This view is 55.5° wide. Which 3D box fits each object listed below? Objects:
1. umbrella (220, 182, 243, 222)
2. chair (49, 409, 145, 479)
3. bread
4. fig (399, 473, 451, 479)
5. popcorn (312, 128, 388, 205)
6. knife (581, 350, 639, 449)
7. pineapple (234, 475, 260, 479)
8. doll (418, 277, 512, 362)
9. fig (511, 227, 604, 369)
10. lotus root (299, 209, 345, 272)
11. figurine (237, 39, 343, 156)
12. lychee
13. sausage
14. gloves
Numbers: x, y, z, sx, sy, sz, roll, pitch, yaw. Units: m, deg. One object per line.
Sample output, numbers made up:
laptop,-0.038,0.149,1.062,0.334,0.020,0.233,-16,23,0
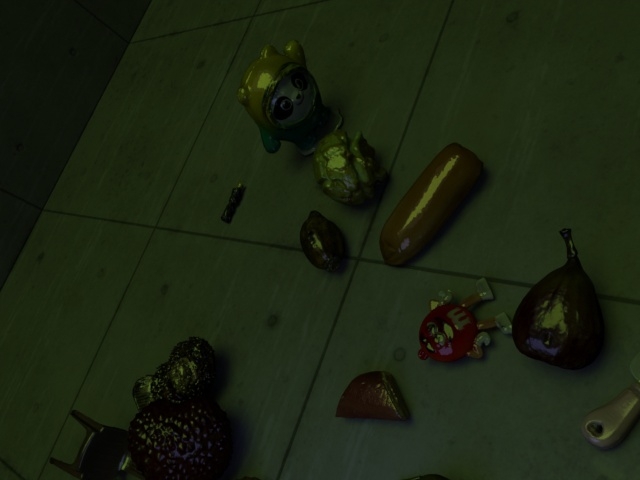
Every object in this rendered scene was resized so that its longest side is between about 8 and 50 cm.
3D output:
umbrella,-0.300,-0.129,2.080,0.040,0.037,0.143,8,73,56
chair,-0.611,0.637,1.780,0.327,0.183,0.175,5,69,42
bread,0.121,0.360,1.420,0.192,0.067,0.119,-10,59,35
fig,0.230,0.532,1.206,0.142,0.186,0.148,39,105,1
popcorn,0.072,-0.205,1.711,0.184,0.204,0.221,-30,64,23
knife,0.607,0.247,1.122,0.336,0.043,0.081,-46,38,-1
pineapple,-0.238,0.667,1.515,0.237,0.111,0.119,-31,16,33
doll,0.303,0.189,1.364,0.217,0.085,0.183,-31,50,10
fig,0.479,0.112,1.207,0.170,0.146,0.274,6,84,41
lotus root,0.000,0.000,1.698,0.120,0.120,0.209,-35,50,19
figurine,-0.106,-0.431,1.885,0.231,0.340,0.323,26,82,45
lychee,-0.363,0.510,1.581,0.264,0.264,0.300,-17,90,31
sausage,0.265,-0.082,1.538,0.134,0.116,0.354,41,98,35
gloves,-0.410,0.411,1.780,0.312,0.135,0.210,-35,48,19
